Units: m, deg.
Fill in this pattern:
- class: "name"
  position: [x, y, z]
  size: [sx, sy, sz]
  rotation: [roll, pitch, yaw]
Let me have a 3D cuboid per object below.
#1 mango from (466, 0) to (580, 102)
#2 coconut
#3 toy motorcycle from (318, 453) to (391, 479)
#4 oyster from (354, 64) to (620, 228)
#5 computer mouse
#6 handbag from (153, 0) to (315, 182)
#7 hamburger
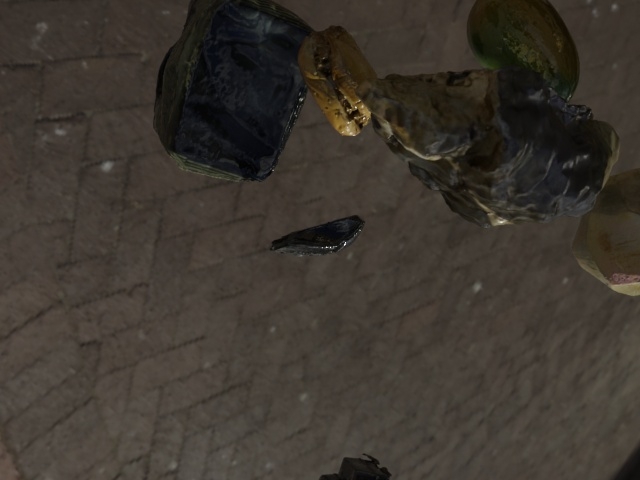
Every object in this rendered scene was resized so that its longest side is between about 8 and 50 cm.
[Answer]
- class: "mango"
  position: [0.355, -0.334, 1.651]
  size: [0.156, 0.251, 0.114]
  rotation: [-31, 158, -8]
- class: "coconut"
  position: [0.556, -0.015, 1.679]
  size: [0.197, 0.237, 0.236]
  rotation: [-39, 147, -57]
- class: "toy motorcycle"
  position: [0.072, 0.377, 1.196]
  size: [0.221, 0.326, 0.147]
  rotation: [19, 92, -22]
- class: "oyster"
  position: [0.187, -0.095, 0.939]
  size: [0.341, 0.110, 0.166]
  rotation: [27, 85, -38]
- class: "computer mouse"
  position: [0.000, 0.000, 1.799]
  size: [0.192, 0.106, 0.062]
  rotation: [-18, 93, -20]
- class: "handbag"
  position: [-0.172, -0.293, 1.789]
  size: [0.247, 0.240, 0.340]
  rotation: [16, 101, -22]
- class: "hamburger"
  position: [0.029, -0.217, 1.296]
  size: [0.083, 0.138, 0.147]
  rotation: [-26, 112, 20]
